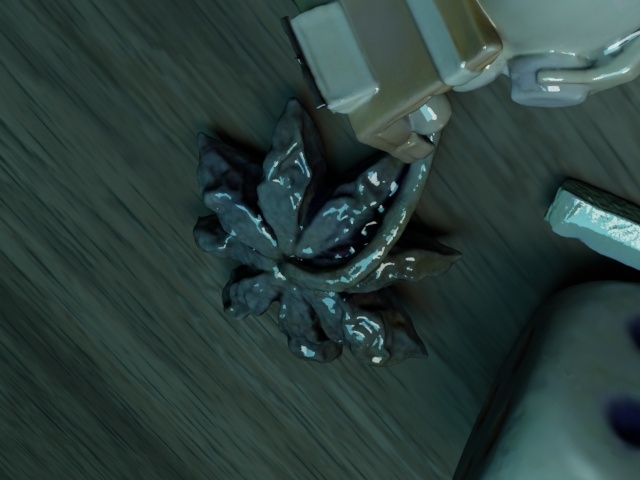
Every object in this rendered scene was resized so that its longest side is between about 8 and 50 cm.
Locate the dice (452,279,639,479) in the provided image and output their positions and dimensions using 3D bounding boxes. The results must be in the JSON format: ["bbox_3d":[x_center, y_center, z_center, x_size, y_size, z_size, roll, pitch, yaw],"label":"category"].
[{"bbox_3d":[0.195,0.156,0.637,0.194,0.191,0.193,23,135,7],"label":"dice"}]

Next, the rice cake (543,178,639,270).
[{"bbox_3d":[0.228,0.015,0.631,0.180,0.030,0.042,25,126,7],"label":"rice cake"}]

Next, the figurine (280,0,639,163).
[{"bbox_3d":[0.102,-0.137,0.522,0.237,0.141,0.162,-32,73,30],"label":"figurine"}]

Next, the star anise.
[{"bbox_3d":[0.000,-0.001,0.699,0.230,0.081,0.262,49,132,0],"label":"star anise"}]
